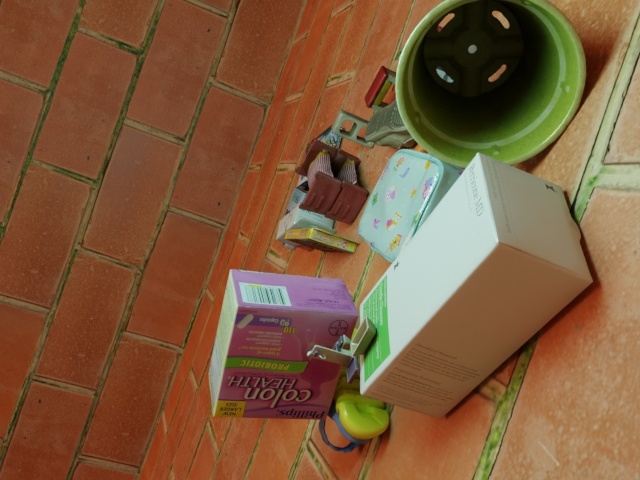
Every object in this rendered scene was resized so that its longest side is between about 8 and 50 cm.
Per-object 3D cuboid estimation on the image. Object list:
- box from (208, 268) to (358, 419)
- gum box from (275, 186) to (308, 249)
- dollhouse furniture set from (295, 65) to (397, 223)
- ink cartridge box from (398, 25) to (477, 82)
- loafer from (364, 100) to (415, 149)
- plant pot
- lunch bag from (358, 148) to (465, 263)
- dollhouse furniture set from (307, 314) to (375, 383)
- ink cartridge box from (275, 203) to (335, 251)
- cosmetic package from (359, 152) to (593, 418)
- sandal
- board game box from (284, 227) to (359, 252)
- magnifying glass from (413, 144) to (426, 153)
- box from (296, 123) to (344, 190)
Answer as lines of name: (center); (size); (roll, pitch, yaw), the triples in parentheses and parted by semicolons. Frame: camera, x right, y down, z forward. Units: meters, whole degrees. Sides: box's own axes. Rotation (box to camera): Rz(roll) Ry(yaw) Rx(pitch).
box: (-0.074, 0.191, 1.214); (0.117, 0.213, 0.243); (-113, 34, -58)
gum box: (-0.085, -0.076, 2.235); (0.184, 0.041, 0.157); (-68, 18, 5)
dollhouse furniture set: (0.081, -0.255, 1.735); (0.201, 0.152, 0.374); (-99, 33, -57)
ink cartridge box: (0.248, -0.354, 1.347); (0.109, 0.150, 0.063); (133, 147, -53)
loafer: (0.195, -0.264, 1.505); (0.268, 0.092, 0.102); (0, 71, 67)
plant pot: (0.262, -0.291, 1.111); (0.276, 0.276, 0.254); (-61, 8, 28)
lunch bag: (0.186, -0.062, 1.293); (0.224, 0.108, 0.279); (-63, 20, 7)
dollhouse furniture set: (0.030, 0.150, 1.078); (0.091, 0.081, 0.114); (-93, 24, -56)
ink cartridge box: (-0.037, -0.040, 1.930); (0.198, 0.115, 0.067); (-34, 40, 61)
cosmetic package: (0.206, 0.080, 1.004); (0.197, 0.155, 0.365); (-87, 22, -48)
sandal: (0.041, 0.291, 1.346); (0.317, 0.126, 0.138); (-95, 26, -56)
board game box: (0.000, 0.000, 1.759); (0.259, 0.124, 0.039); (172, 115, -71)
magnifying glass: (0.184, -0.149, 1.538); (0.231, 0.026, 0.092); (125, 157, -45)
box: (-0.003, -0.262, 2.176); (0.233, 0.044, 0.159); (157, 129, -67)
